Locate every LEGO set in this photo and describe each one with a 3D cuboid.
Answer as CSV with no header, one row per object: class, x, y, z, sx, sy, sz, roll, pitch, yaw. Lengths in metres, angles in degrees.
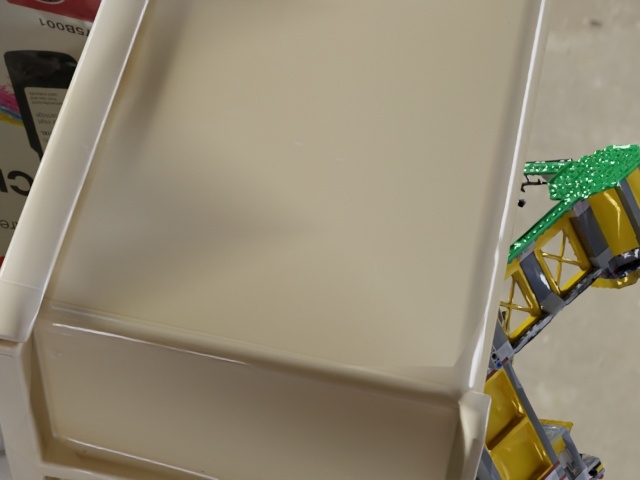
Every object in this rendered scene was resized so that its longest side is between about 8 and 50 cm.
LEGO set,0.088,0.078,1.144,0.331,0.192,0.255,-6,29,46

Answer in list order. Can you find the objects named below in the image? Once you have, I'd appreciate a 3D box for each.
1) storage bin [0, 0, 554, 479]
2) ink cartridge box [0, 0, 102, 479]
storage bin,0.000,0.000,0.591,0.123,0.260,0.262,11,56,4
ink cartridge box,-0.115,-0.019,0.547,0.127,0.072,0.175,8,43,-36
